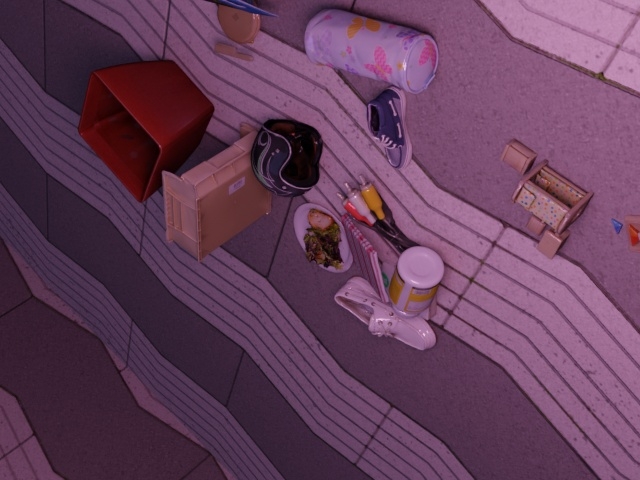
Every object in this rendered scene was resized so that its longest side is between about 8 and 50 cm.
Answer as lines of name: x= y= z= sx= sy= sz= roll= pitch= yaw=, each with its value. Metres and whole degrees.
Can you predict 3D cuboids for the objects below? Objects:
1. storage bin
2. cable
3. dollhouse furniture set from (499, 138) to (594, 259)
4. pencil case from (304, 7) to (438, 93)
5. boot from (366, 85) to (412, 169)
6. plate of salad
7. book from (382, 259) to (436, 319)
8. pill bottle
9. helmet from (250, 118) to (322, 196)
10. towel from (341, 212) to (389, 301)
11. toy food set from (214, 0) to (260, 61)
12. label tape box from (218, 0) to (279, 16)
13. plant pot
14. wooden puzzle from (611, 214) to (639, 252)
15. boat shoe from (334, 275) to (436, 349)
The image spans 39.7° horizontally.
storage bin: x=-0.251 y=-0.123 z=2.194 sx=0.123 sy=0.262 sz=0.260 roll=36 pitch=143 yaw=25
cable: x=0.142 y=-0.018 z=2.006 sx=0.287 sy=0.072 sz=0.139 roll=54 pitch=143 yaw=-1
dollhouse furniture set: x=0.385 y=-0.064 z=1.666 sx=0.182 sy=0.101 sz=0.161 roll=38 pitch=142 yaw=20
pencil case: x=0.095 y=-0.370 z=1.730 sx=0.273 sy=0.113 sz=0.124 roll=24 pitch=145 yaw=36
boot: x=0.136 y=-0.219 z=1.832 sx=0.069 sy=0.086 sz=0.190 roll=19 pitch=132 yaw=39
plate of salad: x=0.000 y=0.000 z=2.207 sx=0.199 sy=0.048 sz=0.200 roll=29 pitch=138 yaw=30
book: x=0.208 y=0.114 z=2.085 sx=0.144 sy=0.035 sz=0.096 roll=26 pitch=133 yaw=35
pill bottle: x=0.206 y=0.099 z=1.956 sx=0.103 sy=0.103 sz=0.184 roll=41 pitch=153 yaw=17
helmet: x=-0.080 y=-0.184 z=2.047 sx=0.169 sy=0.169 sz=0.162 roll=27 pitch=121 yaw=33
towel: x=0.107 y=0.037 z=2.047 sx=0.197 sy=0.029 sz=0.144 roll=-125 pitch=13 yaw=-54
toy food set: x=-0.183 y=-0.510 z=2.003 sx=0.132 sy=0.038 sz=0.192 roll=24 pitch=125 yaw=28
label tape box: x=-0.276 y=-0.574 z=1.849 sx=0.347 sy=0.249 sz=0.115 roll=20 pitch=100 yaw=29
plant pot: x=-0.433 y=-0.309 z=2.279 sx=0.267 sy=0.235 sz=0.267 roll=47 pitch=144 yaw=7
wooden puzzle: x=0.575 y=-0.009 z=1.571 sx=0.116 sy=0.014 sz=0.079 roll=1 pitch=120 yaw=49
boat shoe: x=0.151 y=0.195 z=2.156 sx=0.277 sy=0.096 sz=0.098 roll=31 pitch=139 yaw=28
